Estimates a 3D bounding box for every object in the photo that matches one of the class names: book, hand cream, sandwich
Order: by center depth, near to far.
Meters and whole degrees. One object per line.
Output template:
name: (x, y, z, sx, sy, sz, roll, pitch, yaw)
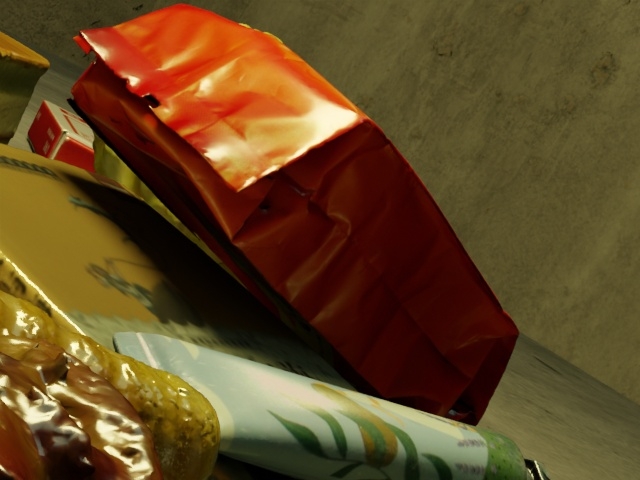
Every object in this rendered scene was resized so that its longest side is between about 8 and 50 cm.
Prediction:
hand cream: (0.014, 0.103, 0.788, 0.256, 0.055, 0.088, 20, 24, -34)
book: (-0.070, 0.062, 0.894, 0.389, 0.032, 0.269, 41, 11, 26)
sandwich: (-0.323, -0.132, 1.281, 0.144, 0.117, 0.187, 27, 6, 7)

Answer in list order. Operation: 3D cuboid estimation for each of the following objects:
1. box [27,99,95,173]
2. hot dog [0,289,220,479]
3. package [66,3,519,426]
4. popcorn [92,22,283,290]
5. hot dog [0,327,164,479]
box: (-0.240, -0.086, 1.676, 0.123, 0.050, 0.229, 27, 5, -18)
hot dog: (-0.165, 0.035, 0.617, 0.286, 0.087, 0.061, 24, 11, -20)
package: (-0.001, 0.000, 1.083, 0.196, 0.123, 0.423, 41, -6, 37)
popcorn: (-0.087, -0.067, 1.303, 0.255, 0.195, 0.256, 72, -1, -61)
hot dog: (-0.130, 0.063, 0.455, 0.160, 0.099, 0.227, 25, 9, -39)
